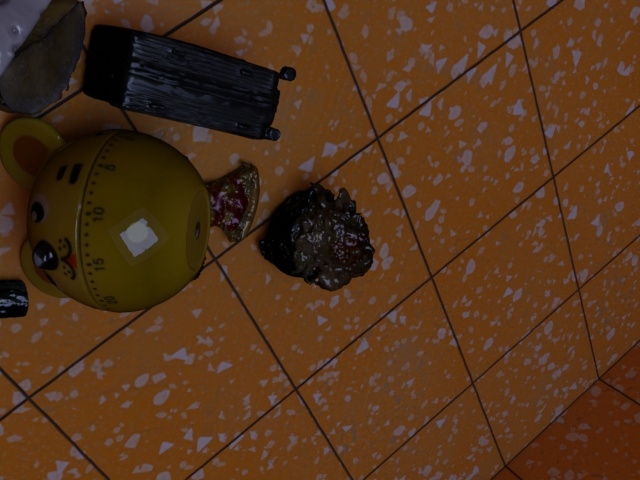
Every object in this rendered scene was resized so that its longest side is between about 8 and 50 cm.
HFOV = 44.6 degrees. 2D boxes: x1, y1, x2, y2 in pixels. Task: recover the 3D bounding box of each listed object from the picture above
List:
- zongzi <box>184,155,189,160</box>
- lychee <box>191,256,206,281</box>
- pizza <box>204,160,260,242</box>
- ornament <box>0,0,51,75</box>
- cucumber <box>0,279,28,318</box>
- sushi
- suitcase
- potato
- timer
[{"bbox_3d":[-0.317,-0.138,1.637,0.076,0.040,0.083,-2,131,-27],"label":"zongzi"},{"bbox_3d":[-0.305,0.037,1.665,0.123,0.129,0.123,-43,163,-17],"label":"lychee"},{"bbox_3d":[-0.221,-0.081,1.712,0.198,0.062,0.188,-4,112,-33],"label":"pizza"},{"bbox_3d":[-0.596,-0.351,1.166,0.239,0.239,0.239,37,76,-41],"label":"ornament"},{"bbox_3d":[-0.674,0.122,1.490,0.211,0.062,0.078,-3,114,-34],"label":"cucumber"},{"bbox_3d":[0.003,0.002,1.807,0.225,0.218,0.238,-49,131,-10],"label":"sushi"},{"bbox_3d":[-0.253,-0.301,1.470,0.334,0.229,0.152,9,99,-37],"label":"suitcase"},{"bbox_3d":[-0.507,-0.315,1.370,0.243,0.098,0.138,-57,157,-33],"label":"potato"},{"bbox_3d":[-0.410,-0.036,1.452,0.386,0.376,0.376,6,116,9],"label":"timer"}]
